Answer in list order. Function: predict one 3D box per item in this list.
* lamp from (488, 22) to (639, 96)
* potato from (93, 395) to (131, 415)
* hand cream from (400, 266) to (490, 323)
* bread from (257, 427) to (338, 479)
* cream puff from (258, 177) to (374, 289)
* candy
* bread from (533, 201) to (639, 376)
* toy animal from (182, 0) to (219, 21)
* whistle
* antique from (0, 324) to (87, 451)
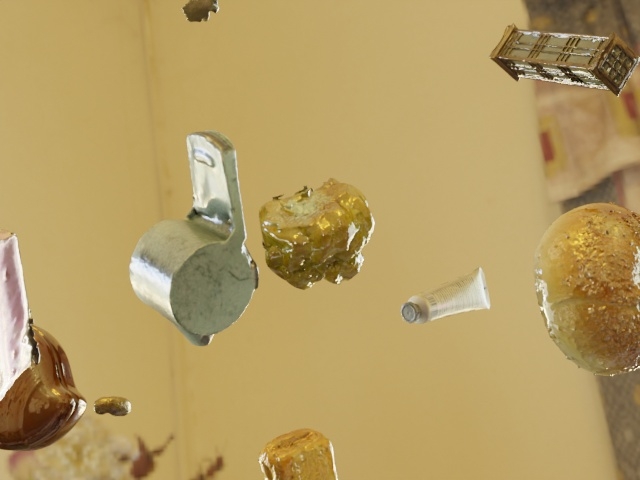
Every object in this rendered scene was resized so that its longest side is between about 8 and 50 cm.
[{"bbox_3d":[0.461,-0.351,2.250,0.089,0.090,0.325,34,-6,-30],"label":"lamp"},{"bbox_3d":[-0.466,0.371,2.634,0.092,0.045,0.046,11,-25,-32],"label":"potato"},{"bbox_3d":[0.271,0.125,2.478,0.059,0.095,0.276,-12,0,44],"label":"hand cream"},{"bbox_3d":[-0.023,0.384,1.725,0.114,0.211,0.083,-18,14,-34],"label":"bread"},{"bbox_3d":[0.000,0.003,2.160,0.221,0.195,0.195,-18,-24,12],"label":"cream puff"},{"bbox_3d":[-0.517,0.114,1.751,0.115,0.155,0.265,13,-54,17],"label":"candy"},{"bbox_3d":[0.484,0.076,1.923,0.305,0.306,0.158,10,-18,-39],"label":"bread"},{"bbox_3d":[-0.239,-0.500,2.037,0.094,0.214,0.186,-44,0,-31],"label":"toy animal"},{"bbox_3d":[-0.217,0.001,2.231,0.188,0.405,0.168,18,5,-40],"label":"whistle"},{"bbox_3d":[-0.551,0.262,2.124,0.278,0.223,0.129,25,-4,19],"label":"antique"}]
